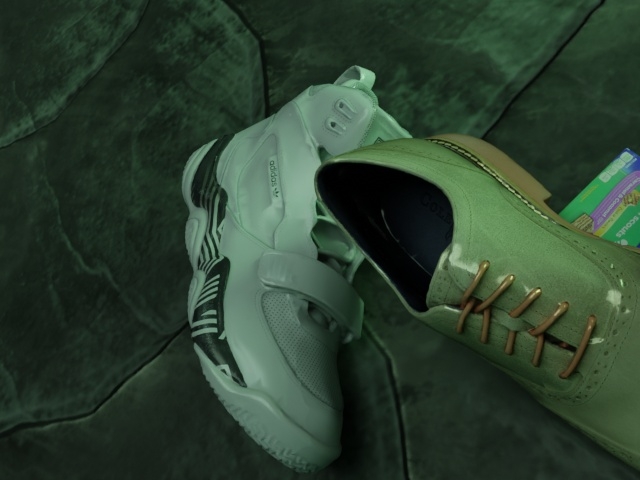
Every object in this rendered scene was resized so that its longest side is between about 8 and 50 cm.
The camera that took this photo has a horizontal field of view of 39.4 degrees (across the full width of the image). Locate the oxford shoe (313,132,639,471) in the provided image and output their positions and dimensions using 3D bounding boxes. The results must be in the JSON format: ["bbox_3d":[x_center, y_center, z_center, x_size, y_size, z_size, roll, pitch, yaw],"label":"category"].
[{"bbox_3d":[0.142,0.054,0.576,0.397,0.147,0.140,38,120,41],"label":"oxford shoe"}]

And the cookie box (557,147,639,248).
[{"bbox_3d":[0.232,-0.001,0.649,0.092,0.040,0.107,-45,47,5],"label":"cookie box"}]

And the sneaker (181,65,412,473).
[{"bbox_3d":[0.000,0.000,0.759,0.210,0.137,0.365,-35,44,19],"label":"sneaker"}]
